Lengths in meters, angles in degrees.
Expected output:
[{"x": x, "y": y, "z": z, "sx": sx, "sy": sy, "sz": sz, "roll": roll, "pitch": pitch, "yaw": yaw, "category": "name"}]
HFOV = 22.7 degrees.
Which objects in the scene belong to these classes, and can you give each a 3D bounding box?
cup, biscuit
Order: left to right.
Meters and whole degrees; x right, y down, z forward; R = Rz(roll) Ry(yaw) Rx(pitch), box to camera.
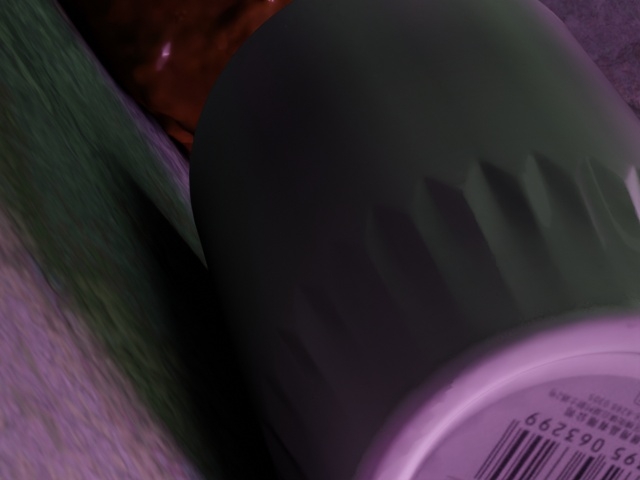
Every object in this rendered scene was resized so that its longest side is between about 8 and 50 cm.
[{"x": -0.100, "y": -0.223, "z": 1.218, "sx": 0.343, "sy": 0.166, "sz": 0.395, "roll": 57, "pitch": 6, "yaw": -15, "category": "biscuit"}, {"x": 0.072, "y": 0.030, "z": 0.804, "sx": 0.253, "sy": 0.253, "sz": 0.371, "roll": 54, "pitch": 9, "yaw": -28, "category": "cup"}]
